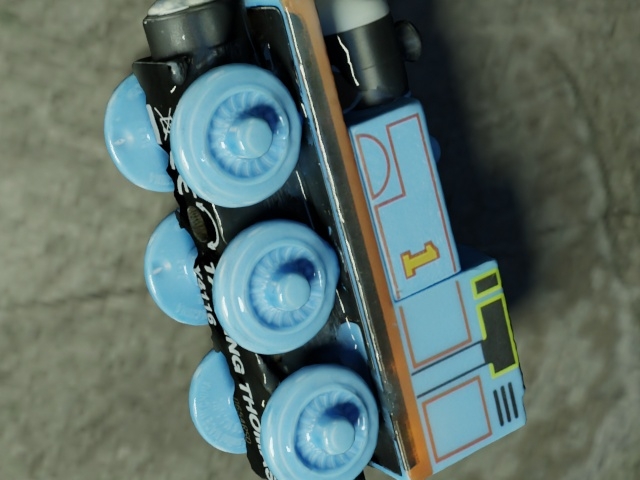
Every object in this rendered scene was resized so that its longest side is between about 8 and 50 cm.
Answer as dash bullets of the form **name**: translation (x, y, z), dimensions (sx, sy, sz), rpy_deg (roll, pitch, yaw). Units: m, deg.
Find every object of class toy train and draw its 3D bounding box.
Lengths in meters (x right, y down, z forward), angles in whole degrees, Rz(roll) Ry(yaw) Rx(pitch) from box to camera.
- **toy train**: translation (0.000, 0.000, 0.437), dimensions (0.105, 0.080, 0.184), rpy_deg (-23, 108, -26)
